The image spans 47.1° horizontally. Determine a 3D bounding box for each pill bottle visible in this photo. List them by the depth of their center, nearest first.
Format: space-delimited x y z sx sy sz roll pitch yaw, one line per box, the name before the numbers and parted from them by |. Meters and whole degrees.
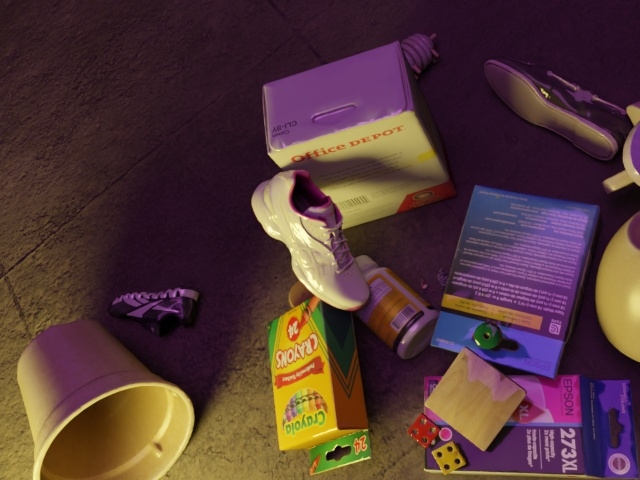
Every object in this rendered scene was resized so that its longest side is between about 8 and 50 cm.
pill bottle | 0.133 0.129 1.474 0.119 0.119 0.208 -47 61 -1

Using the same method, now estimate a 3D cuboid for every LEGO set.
LEGO set | 0.245 0.085 1.500 0.083 0.023 0.054 -30 62 9

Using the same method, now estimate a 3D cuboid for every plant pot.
plant pot | 0.594 0.046 1.221 0.284 0.191 0.284 -18 39 15
plant pot | -0.485 0.339 1.556 0.334 0.334 0.305 -48 49 -1

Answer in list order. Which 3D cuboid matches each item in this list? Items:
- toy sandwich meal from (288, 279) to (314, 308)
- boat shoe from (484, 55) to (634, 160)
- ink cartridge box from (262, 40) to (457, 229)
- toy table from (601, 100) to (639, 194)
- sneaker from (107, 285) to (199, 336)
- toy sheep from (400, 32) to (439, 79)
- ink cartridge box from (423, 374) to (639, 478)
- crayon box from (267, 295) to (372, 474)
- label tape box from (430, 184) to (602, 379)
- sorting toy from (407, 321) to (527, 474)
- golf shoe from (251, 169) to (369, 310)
toy sandwich meal | -0.029 0.121 1.595 0.085 0.029 0.086 -10 65 23
boat shoe | 0.490 -0.287 1.507 0.095 0.112 0.335 -41 65 -17
ink cartridge box | 0.089 -0.192 1.463 0.279 0.384 0.160 -15 65 16
toy table | 0.646 -0.160 1.319 0.274 0.161 0.252 -11 79 -5
sneaker | -0.391 0.172 1.692 0.234 0.078 0.106 -8 65 17
toy sheep | 0.219 -0.426 1.675 0.132 0.091 0.091 -42 60 -13
ink cartridge box | 0.373 0.336 1.334 0.370 0.069 0.176 -4 69 18
crayon box | -0.008 0.284 1.441 0.202 0.081 0.319 -35 55 45
label tape box | 0.375 0.080 1.403 0.240 0.106 0.334 13 78 26
sorting toy | 0.275 0.287 1.315 0.132 0.046 0.275 36 103 20
golf shoe | 0.000 0.000 1.372 0.306 0.140 0.115 50 50 -6
